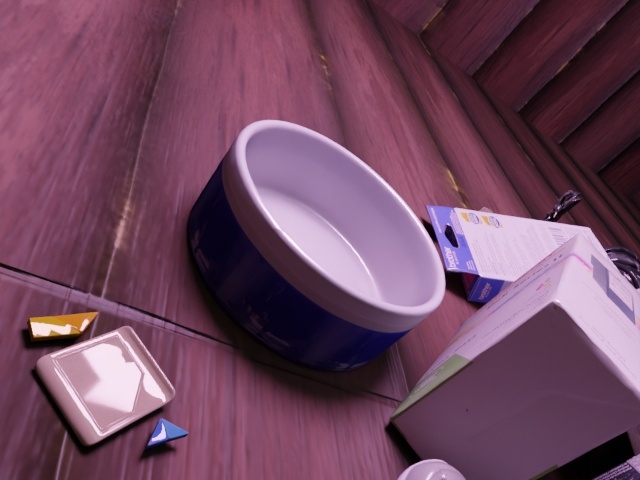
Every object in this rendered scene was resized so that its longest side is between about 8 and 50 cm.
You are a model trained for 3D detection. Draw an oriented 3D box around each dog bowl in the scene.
[{"bbox_3d":[0.000,0.000,0.587,0.264,0.104,0.265,31,31,-20],"label":"dog bowl"}]

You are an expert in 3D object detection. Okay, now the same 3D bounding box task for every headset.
[{"bbox_3d":[0.641,0.072,1.181,0.394,0.185,0.243,39,27,14],"label":"headset"}]

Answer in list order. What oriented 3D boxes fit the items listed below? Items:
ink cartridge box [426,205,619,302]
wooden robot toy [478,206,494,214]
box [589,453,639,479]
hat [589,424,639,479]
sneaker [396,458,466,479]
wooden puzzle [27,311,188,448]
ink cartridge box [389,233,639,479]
[{"bbox_3d":[0.329,0.032,0.909,0.310,0.065,0.186,10,36,-9],"label":"ink cartridge box"},{"bbox_3d":[0.362,-0.012,1.065,0.076,0.079,0.173,29,32,-22],"label":"wooden robot toy"},{"bbox_3d":[0.303,0.333,0.447,0.247,0.163,0.142,49,31,13],"label":"box"},{"bbox_3d":[0.411,0.299,0.659,0.331,0.134,0.331,27,37,-23],"label":"hat"},{"bbox_3d":[0.120,0.272,0.357,0.105,0.115,0.281,26,33,-26],"label":"sneaker"},{"bbox_3d":[-0.146,0.096,0.377,0.078,0.014,0.116,-11,58,-50],"label":"wooden puzzle"},{"bbox_3d":[0.241,0.115,0.618,0.119,0.207,0.353,50,29,11],"label":"ink cartridge box"}]
